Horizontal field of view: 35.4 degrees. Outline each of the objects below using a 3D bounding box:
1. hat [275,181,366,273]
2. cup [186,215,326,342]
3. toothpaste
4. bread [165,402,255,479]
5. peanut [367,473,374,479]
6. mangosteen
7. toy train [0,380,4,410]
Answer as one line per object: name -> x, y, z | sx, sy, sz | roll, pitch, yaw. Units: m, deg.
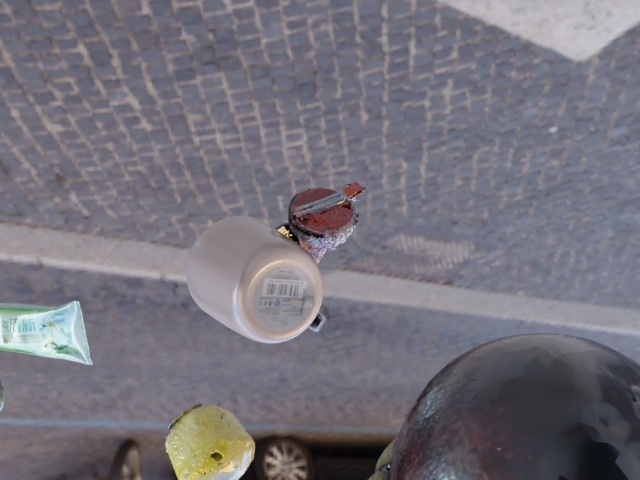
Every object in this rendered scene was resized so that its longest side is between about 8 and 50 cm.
hat -> 0.000, -0.003, 1.858 | 0.140, 0.129, 0.227 | -41, 155, -34
cup -> -0.086, 0.088, 1.734 | 0.253, 0.200, 0.191 | 38, 84, -30
toothpaste -> -0.377, 0.099, 1.168 | 0.296, 0.075, 0.048 | 1, -165, 32
bread -> -0.244, 0.467, 2.194 | 0.197, 0.170, 0.197 | -27, 148, -19
peanut -> 0.132, 0.429, 1.711 | 0.236, 0.120, 0.110 | -38, 124, -27
mangosteen -> 0.177, 0.228, 0.812 | 0.300, 0.300, 0.300 | -9, 153, -5
toy train -> -0.655, 0.205, 1.664 | 0.221, 0.305, 0.150 | -13, 176, 35
